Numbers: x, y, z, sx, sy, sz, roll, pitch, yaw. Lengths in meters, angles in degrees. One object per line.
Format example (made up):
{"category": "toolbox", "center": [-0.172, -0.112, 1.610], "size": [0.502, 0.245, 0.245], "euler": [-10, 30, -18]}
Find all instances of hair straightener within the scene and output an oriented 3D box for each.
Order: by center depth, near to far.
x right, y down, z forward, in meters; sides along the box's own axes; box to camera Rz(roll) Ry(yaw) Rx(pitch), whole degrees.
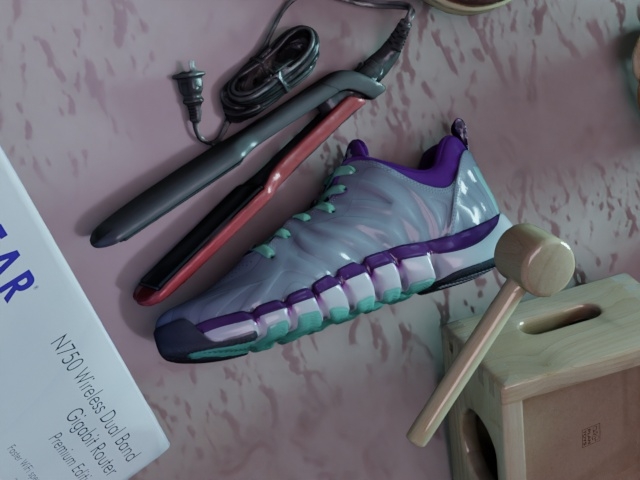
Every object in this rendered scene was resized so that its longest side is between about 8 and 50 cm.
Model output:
{"category": "hair straightener", "center": [-0.039, -0.069, 0.771], "size": [0.230, 0.047, 0.089], "euler": [-42, 108, -11]}

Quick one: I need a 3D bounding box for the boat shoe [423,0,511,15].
{"category": "boat shoe", "center": [0.050, -0.285, 0.735], "size": [0.123, 0.123, 0.342], "euler": [-23, 104, -16]}

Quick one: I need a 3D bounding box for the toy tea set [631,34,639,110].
{"category": "toy tea set", "center": [0.354, -0.132, 0.892], "size": [0.336, 0.124, 0.200], "euler": [5, 125, -23]}

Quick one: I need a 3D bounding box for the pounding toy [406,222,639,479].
{"category": "pounding toy", "center": [0.118, 0.075, 0.805], "size": [0.181, 0.094, 0.206], "euler": [-15, 117, -15]}

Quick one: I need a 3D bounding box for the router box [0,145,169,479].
{"category": "router box", "center": [-0.244, 0.082, 0.591], "size": [0.301, 0.082, 0.335], "euler": [-35, 150, -12]}

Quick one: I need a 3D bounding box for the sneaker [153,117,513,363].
{"category": "sneaker", "center": [0.000, 0.000, 0.791], "size": [0.223, 0.083, 0.098], "euler": [-17, 83, -23]}
